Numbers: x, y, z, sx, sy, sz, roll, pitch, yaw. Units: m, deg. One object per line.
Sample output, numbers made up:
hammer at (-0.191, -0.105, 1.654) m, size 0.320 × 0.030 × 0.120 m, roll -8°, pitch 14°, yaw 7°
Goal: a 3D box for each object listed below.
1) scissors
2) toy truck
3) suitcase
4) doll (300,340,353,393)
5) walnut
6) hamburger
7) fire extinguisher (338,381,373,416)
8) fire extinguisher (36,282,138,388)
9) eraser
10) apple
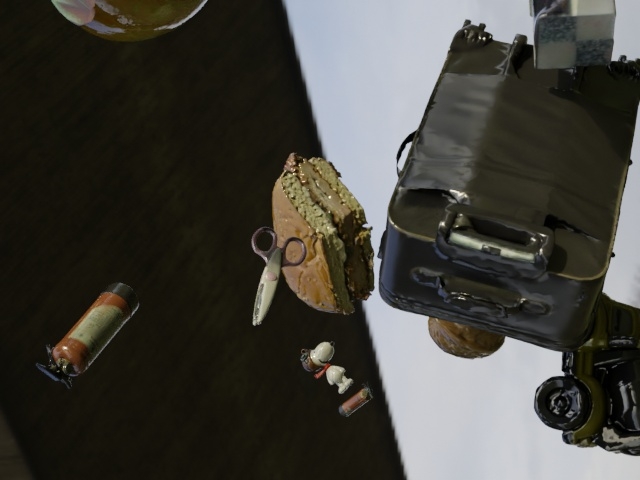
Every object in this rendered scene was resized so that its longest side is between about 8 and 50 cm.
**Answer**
scissors at (-0.072, 0.053, 1.559) m, size 0.022 × 0.085 × 0.176 m, roll 118°, pitch 169°, yaw -48°
toy truck at (0.384, 0.173, 1.432) m, size 0.147 × 0.165 × 0.224 m, roll 30°, pitch -118°, yaw -61°
suitcase at (0.233, -0.074, 1.306) m, size 0.194 × 0.283 × 0.434 m, roll 94°, pitch -165°, yaw -47°
doll at (0.009, 0.190, 1.580) m, size 0.085 × 0.058 × 0.040 m, roll 62°, pitch -163°, yaw 9°
walnut at (0.199, 0.112, 1.446) m, size 0.124 × 0.105 × 0.105 m, roll 4°, pitch -96°, yaw -39°
hamburger at (0.000, 0.000, 2.083) m, size 0.155 × 0.282 × 0.245 m, roll -26°, pitch -29°, yaw -46°
fire extinguisher at (0.059, 0.258, 1.734) m, size 0.022 × 0.083 × 0.028 m, roll -26°, pitch -104°, yaw -46°
fire extinguisher at (-0.288, 0.117, 1.314) m, size 0.062 × 0.050 × 0.177 m, roll 67°, pitch -149°, yaw -23°
eraser at (0.303, -0.396, 1.321) m, size 0.096 × 0.098 × 0.404 m, roll 73°, pitch -162°, yaw -58°
apple at (-0.392, -0.588, 2.118) m, size 0.374 × 0.374 × 0.384 m, roll -50°, pitch -55°, yaw -56°
